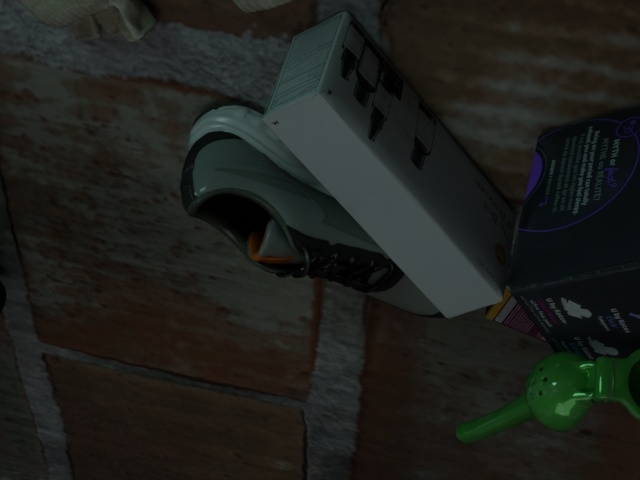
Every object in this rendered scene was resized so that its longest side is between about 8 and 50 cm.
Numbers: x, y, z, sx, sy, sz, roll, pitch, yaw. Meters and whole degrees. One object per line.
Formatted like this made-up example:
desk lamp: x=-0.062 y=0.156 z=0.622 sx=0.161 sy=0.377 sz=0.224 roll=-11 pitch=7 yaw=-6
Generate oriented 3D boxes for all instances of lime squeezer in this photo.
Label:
lime squeezer: x=0.216 y=0.118 z=0.917 sx=0.310 sy=0.058 sz=0.110 roll=-10 pitch=134 yaw=31

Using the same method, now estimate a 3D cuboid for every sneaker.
sneaker: x=0.000 y=0.000 z=1.083 sx=0.272 sy=0.108 sz=0.100 roll=29 pitch=137 yaw=-15

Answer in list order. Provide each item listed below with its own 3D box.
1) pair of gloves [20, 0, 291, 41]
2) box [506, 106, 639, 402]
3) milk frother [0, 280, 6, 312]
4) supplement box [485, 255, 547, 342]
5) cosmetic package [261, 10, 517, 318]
pair of gloves: x=-0.143 y=-0.226 z=0.929 sx=0.240 sy=0.042 sz=0.204 roll=-6 pitch=135 yaw=27
box: x=0.290 y=-0.007 z=0.918 sx=0.270 sy=0.165 sz=0.143 roll=-14 pitch=131 yaw=34
milk frother: x=-0.396 y=0.043 z=1.250 sx=0.129 sy=0.143 sz=0.134 roll=8 pitch=142 yaw=23
supplement box: x=0.191 y=0.052 z=1.117 sx=0.083 sy=0.043 sz=0.055 roll=23 pitch=140 yaw=-4
cosmetic package: x=0.061 y=-0.054 z=1.004 sx=0.060 sy=0.099 sz=0.239 roll=-19 pitch=128 yaw=37
